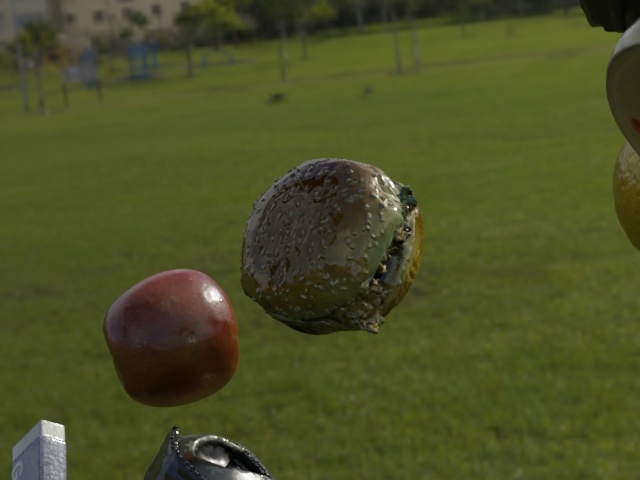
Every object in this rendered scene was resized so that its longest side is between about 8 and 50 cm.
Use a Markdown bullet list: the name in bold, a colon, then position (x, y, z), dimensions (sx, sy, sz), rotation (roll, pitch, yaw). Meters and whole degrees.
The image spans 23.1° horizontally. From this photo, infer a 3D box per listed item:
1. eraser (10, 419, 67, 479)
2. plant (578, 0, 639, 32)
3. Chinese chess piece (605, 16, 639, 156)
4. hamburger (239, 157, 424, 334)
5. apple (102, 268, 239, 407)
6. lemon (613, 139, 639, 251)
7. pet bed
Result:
- **eraser**: position (-0.396, 0.364, 2.192), dimensions (0.046, 0.212, 0.092), rotation (22, -49, -32)
- **plant**: position (0.405, -0.417, 2.154), dimensions (0.142, 0.256, 0.164), rotation (-28, 31, -19)
- **Chinese chess piece**: position (0.460, -0.159, 1.834), dimensions (0.102, 0.273, 0.273), rotation (-43, 23, -20)
- **hamburger**: position (0.000, 0.000, 1.632), dimensions (0.215, 0.189, 0.122), rotation (13, -20, 43)
- **apple**: position (-0.193, 0.130, 2.043), dimensions (0.168, 0.181, 0.181), rotation (-23, 12, -13)
- **lemon**: position (0.537, -0.079, 2.130), dimensions (0.293, 0.293, 0.293), rotation (-6, 8, 1)
- **pet bed**: position (-0.168, 0.353, 1.953), dimensions (0.159, 0.210, 0.183), rotation (17, 15, -33)
